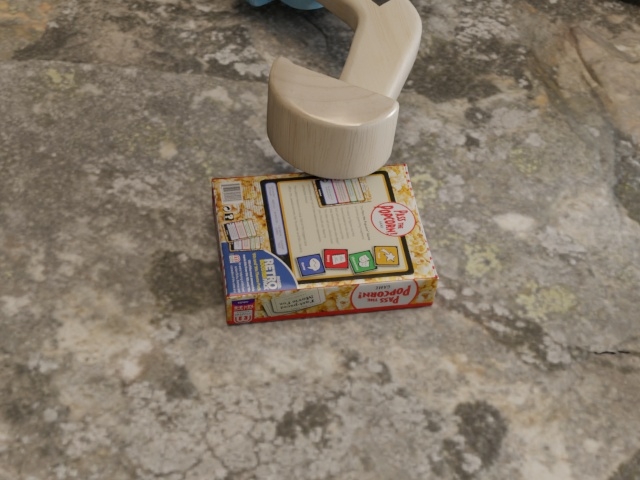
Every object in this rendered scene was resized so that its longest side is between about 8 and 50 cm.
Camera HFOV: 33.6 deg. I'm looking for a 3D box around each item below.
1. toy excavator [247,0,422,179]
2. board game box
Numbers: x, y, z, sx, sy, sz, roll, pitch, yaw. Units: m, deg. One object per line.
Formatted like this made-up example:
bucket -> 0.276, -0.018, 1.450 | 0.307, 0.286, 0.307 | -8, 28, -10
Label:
toy excavator -> 0.022, -0.310, 1.146 | 0.433, 0.222, 0.445 | -35, 62, -27
board game box -> 0.000, 0.000, 0.999 | 0.193, 0.045, 0.147 | -4, 51, -8
